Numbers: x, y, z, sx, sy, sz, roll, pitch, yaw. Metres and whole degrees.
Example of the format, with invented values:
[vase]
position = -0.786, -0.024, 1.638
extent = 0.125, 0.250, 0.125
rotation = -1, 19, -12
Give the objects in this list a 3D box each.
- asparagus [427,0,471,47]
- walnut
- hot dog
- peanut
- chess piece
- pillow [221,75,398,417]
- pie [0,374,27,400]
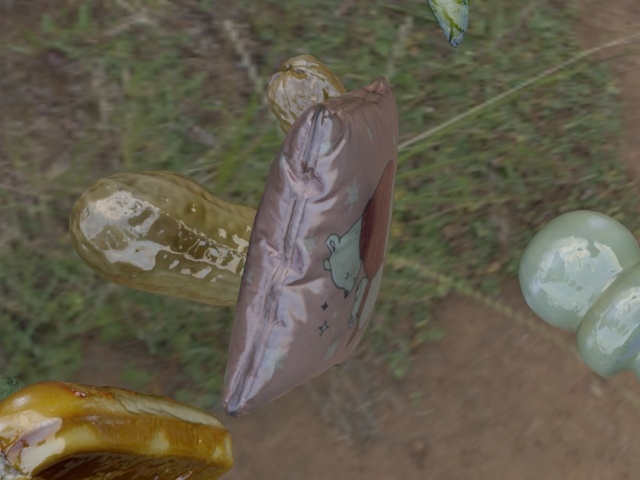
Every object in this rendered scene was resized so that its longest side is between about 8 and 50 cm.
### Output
[asparagus]
position = 0.068, -0.197, 0.995
extent = 0.034, 0.027, 0.236
rotation = -27, 45, 35
[walnut]
position = -0.010, -0.134, 1.909
extent = 0.082, 0.079, 0.096
rotation = -13, 130, 34
[hot dog]
position = -0.125, 0.128, 1.088
extent = 0.076, 0.250, 0.104
rotation = 25, 93, 21
[peanut]
position = -0.105, -0.003, 1.623
extent = 0.095, 0.226, 0.108
rotation = -49, 40, 35
[chess piece]
position = 0.269, 0.075, 1.583
extent = 0.251, 0.144, 0.144
rotation = 44, 106, 18
[pillow]
position = 0.000, 0.000, 1.407
extent = 0.084, 0.223, 0.236
rotation = 16, 100, 15
[pie]
position = -0.349, 0.129, 1.375
extent = 0.323, 0.323, 0.070
rotation = -6, 78, 18
